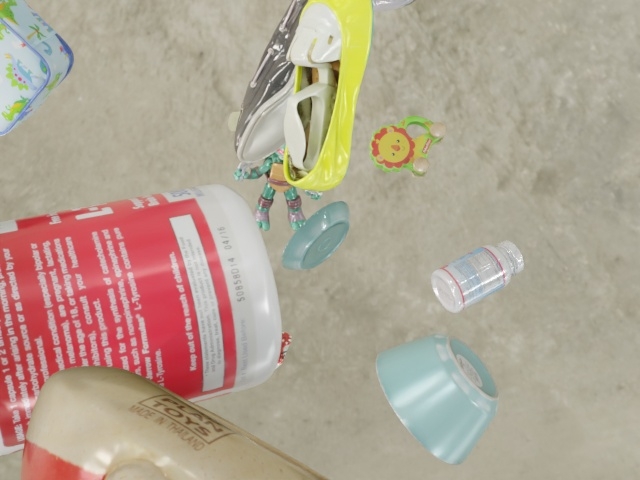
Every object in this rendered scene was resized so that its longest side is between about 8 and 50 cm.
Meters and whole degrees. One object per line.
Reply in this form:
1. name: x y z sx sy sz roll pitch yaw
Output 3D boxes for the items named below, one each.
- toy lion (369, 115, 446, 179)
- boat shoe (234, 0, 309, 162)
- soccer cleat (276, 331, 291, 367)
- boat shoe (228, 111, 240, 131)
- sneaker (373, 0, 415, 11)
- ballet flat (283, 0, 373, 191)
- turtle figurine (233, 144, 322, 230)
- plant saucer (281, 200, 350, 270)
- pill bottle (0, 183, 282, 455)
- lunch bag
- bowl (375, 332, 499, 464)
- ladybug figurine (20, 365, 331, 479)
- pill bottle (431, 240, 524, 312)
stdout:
1. toy lion: 0.124 -0.142 1.275 0.096 0.100 0.034 26 164 6
2. boat shoe: -0.051 -0.274 1.406 0.112 0.095 0.335 2 134 -44
3. soccer cleat: -0.074 0.197 1.551 0.029 0.083 0.035 26 125 -8
4. boat shoe: -0.125 -0.205 1.544 0.042 0.133 0.048 11 97 -26
5. sneaker: 0.034 -0.370 1.026 0.180 0.321 0.124 -20 137 -44
6. ballet flat: 0.000 -0.156 0.844 0.077 0.077 0.230 -13 118 -44
7. turtle figurine: -0.077 -0.120 1.733 0.175 0.118 0.234 12 138 5
8. plant saucer: 0.000 0.000 1.144 0.021 0.119 0.119 45 119 22
9. pill bottle: -0.264 0.085 0.885 0.408 0.229 0.229 -12 124 -21
10. lunch bag: -0.457 -0.259 1.150 0.219 0.090 0.176 43 120 -12
11. bowl: 0.289 0.335 1.976 0.163 0.311 0.311 -41 115 18
12. ladybug figurine: -0.096 0.229 0.694 0.305 0.161 0.449 26 167 17
13. pill bottle: 0.291 0.062 1.590 0.160 0.087 0.087 -26 123 -18
